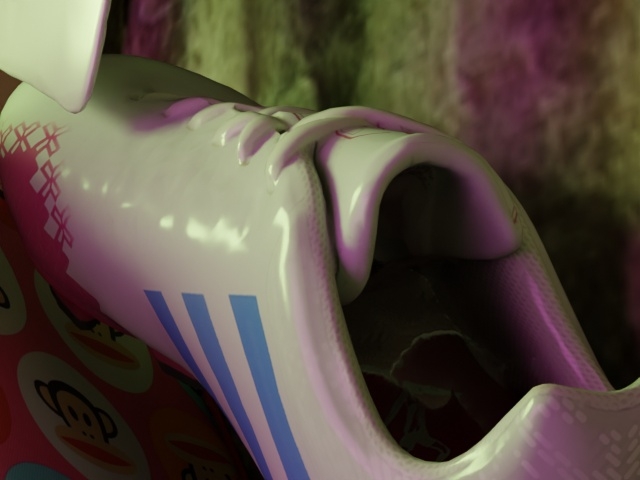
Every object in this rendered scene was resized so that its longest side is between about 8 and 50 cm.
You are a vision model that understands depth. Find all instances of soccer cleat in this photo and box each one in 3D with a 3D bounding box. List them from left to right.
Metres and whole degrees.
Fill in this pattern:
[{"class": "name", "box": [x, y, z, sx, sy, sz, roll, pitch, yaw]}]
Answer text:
[{"class": "soccer cleat", "box": [0.000, 0.000, 0.585, 0.331, 0.116, 0.143, 46, 139, 41]}]

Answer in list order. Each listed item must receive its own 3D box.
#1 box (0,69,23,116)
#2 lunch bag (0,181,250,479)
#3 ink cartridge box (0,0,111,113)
[{"class": "box", "box": [-0.179, -0.132, 0.857, 0.121, 0.148, 0.311, 25, 108, 61]}, {"class": "lunch bag", "box": [-0.136, 0.071, 0.631, 0.120, 0.293, 0.258, -43, 49, 14]}, {"class": "ink cartridge box", "box": [-0.033, -0.226, 0.671, 0.207, 0.119, 0.354, 32, 109, 55]}]
